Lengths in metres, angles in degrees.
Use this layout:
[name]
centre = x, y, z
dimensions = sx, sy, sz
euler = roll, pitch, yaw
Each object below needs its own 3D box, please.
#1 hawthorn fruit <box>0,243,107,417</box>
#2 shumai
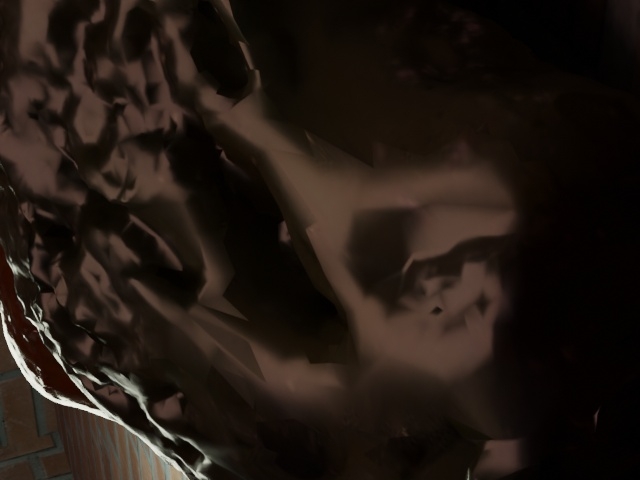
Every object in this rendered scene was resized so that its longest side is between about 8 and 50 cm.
[hawthorn fruit]
centre = -0.078, -0.020, 0.808
dimensions = 0.224, 0.224, 0.261
euler = 64, 145, 37
[shumai]
centre = 0.000, 0.002, 0.538
dimensions = 0.283, 0.217, 0.346
euler = -128, 30, -55
